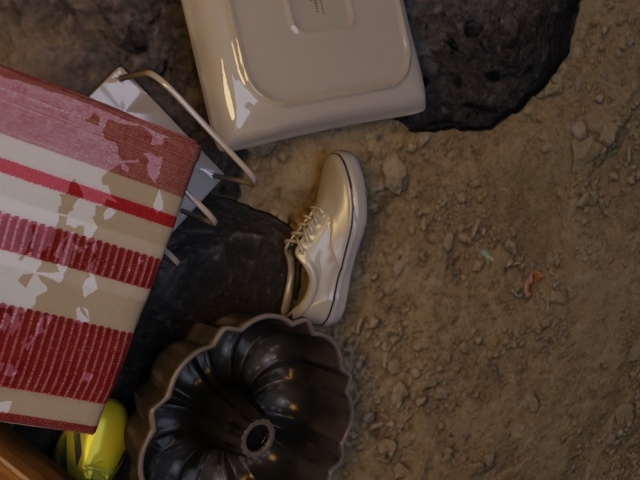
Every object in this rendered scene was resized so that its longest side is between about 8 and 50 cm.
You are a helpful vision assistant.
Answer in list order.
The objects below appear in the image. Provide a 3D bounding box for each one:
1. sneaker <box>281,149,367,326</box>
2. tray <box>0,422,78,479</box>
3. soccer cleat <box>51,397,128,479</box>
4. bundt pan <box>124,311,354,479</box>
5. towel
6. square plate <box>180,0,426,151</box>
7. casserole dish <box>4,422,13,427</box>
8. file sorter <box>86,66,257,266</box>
[{"bbox_3d":[0.000,0.000,1.007,0.091,0.094,0.258,2,99,-34],"label":"sneaker"},{"bbox_3d":[-0.343,0.342,0.773,0.203,0.076,0.411,-45,104,-1],"label":"tray"},{"bbox_3d":[-0.310,0.339,0.884,0.093,0.121,0.289,30,84,-30],"label":"soccer cleat"},{"bbox_3d":[-0.116,0.242,0.955,0.330,0.124,0.331,-10,107,-37],"label":"bundt pan"},{"bbox_3d":[-0.277,0.017,0.697,0.237,0.037,0.329,20,91,-31],"label":"towel"},{"bbox_3d":[-0.015,-0.314,0.919,0.344,0.049,0.347,-16,97,-31],"label":"square plate"},{"bbox_3d":[-0.443,0.181,0.831,0.188,0.037,0.114,10,94,-31],"label":"casserole dish"},{"bbox_3d":[-0.242,-0.037,0.823,0.278,0.173,0.193,-49,117,-12],"label":"file sorter"}]
